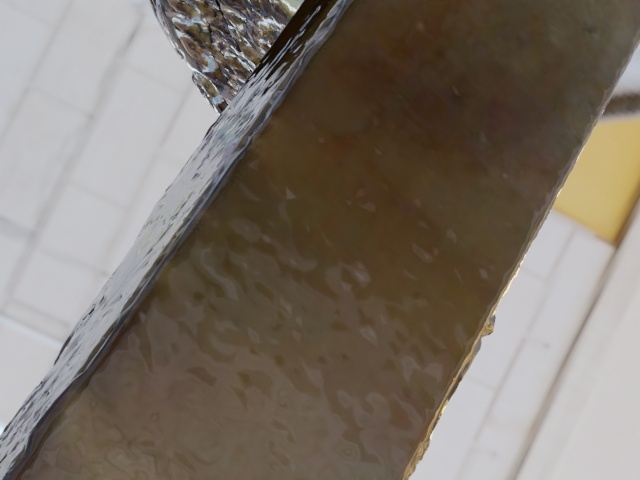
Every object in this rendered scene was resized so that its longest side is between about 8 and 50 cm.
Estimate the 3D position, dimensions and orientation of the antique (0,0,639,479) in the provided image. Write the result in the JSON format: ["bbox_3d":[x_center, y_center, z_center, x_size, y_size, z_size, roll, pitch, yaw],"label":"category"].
[{"bbox_3d":[0.000,0.000,0.528,0.093,0.087,0.310,-38,-164,53],"label":"antique"}]

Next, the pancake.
[{"bbox_3d":[-0.006,-0.100,0.927,0.057,0.244,0.266,-46,154,-14],"label":"pancake"}]
